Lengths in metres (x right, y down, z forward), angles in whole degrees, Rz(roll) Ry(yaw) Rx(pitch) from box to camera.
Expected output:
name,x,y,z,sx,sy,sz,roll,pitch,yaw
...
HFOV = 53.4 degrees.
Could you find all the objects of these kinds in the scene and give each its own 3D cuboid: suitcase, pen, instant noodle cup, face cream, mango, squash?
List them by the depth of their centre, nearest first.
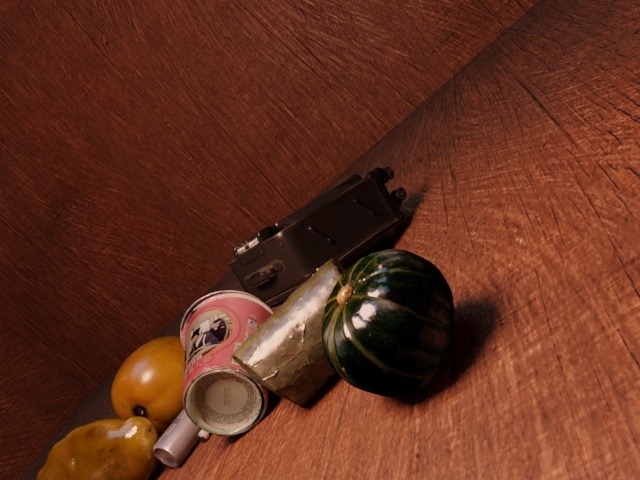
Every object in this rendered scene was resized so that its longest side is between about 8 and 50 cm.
name,x,y,z,sx,sy,sz,roll,pitch,yaw
squash,0.096,0.116,0.898,0.218,0.172,0.218,-39,18,15
instant noodle cup,-0.193,0.264,1.333,0.244,0.244,0.255,-42,19,13
pen,-0.217,0.378,1.469,0.025,0.025,0.204,-33,15,46
face cream,-0.280,0.397,1.488,0.107,0.073,0.269,-36,13,48
suitcase,0.000,0.000,1.512,0.433,0.194,0.283,-32,2,-41
mango,-0.400,0.371,1.662,0.264,0.221,0.378,-54,-4,3

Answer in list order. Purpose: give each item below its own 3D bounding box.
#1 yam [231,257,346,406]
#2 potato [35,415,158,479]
name,x,y,z,sx,sy,sz,roll,pitch,yaw
yam,-0.015,0.171,1.141,0.268,0.161,0.161,-44,10,-4
potato,-0.517,0.531,1.512,0.369,0.176,0.196,-32,52,25
